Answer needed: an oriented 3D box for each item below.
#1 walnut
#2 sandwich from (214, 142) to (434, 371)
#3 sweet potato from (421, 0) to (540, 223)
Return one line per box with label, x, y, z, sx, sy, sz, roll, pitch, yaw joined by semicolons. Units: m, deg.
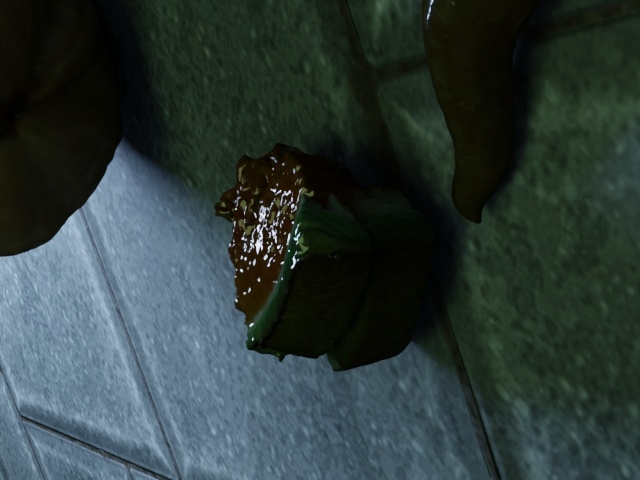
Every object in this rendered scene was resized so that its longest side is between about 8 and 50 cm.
walnut;-0.350;-0.145;1.070;0.344;0.306;0.306;35;139;55
sandwich;0.002;-0.004;0.767;0.185;0.109;0.160;115;146;-57
sweet potato;0.084;-0.105;0.589;0.069;0.059;0.249;37;146;23
